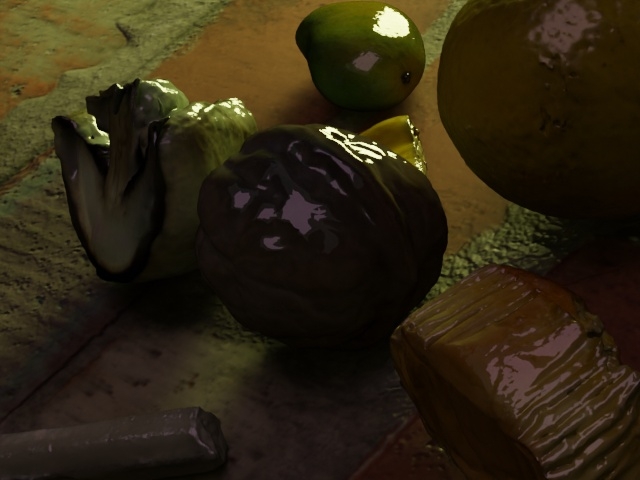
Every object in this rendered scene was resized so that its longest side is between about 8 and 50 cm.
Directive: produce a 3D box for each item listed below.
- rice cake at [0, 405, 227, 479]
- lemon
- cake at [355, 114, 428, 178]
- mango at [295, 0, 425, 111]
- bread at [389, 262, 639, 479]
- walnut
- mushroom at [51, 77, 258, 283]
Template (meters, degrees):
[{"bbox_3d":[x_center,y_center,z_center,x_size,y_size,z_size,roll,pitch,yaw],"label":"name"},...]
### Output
[{"bbox_3d":[-0.203,0.189,1.750,0.256,0.052,0.057,-10,42,17],"label":"rice cake"},{"bbox_3d":[0.230,-0.138,1.768,0.267,0.267,0.267,-14,37,11],"label":"lemon"},{"bbox_3d":[0.051,-0.059,1.907,0.116,0.080,0.185,-12,42,10],"label":"cake"},{"bbox_3d":[0.043,-0.200,2.076,0.122,0.085,0.191,-25,37,3],"label":"mango"},{"bbox_3d":[0.168,0.126,1.530,0.133,0.179,0.250,-30,37,-17],"label":"bread"},{"bbox_3d":[0.000,0.000,1.764,0.224,0.224,0.224,-14,37,11],"label":"walnut"},{"bbox_3d":[-0.142,-0.056,1.926,0.164,0.189,0.267,-5,-4,-27],"label":"mushroom"}]
